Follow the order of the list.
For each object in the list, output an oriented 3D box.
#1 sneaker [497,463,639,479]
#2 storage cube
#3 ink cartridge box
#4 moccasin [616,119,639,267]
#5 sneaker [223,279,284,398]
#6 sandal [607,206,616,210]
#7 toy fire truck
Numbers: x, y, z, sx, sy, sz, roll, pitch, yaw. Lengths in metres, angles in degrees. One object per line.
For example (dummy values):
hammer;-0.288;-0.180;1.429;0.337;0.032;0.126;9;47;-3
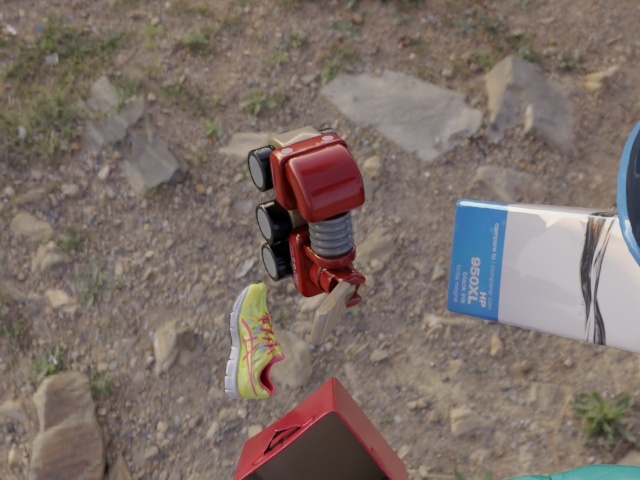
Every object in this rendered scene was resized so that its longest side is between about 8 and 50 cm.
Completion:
sneaker;0.079;0.220;0.381;0.178;0.124;0.295;-6;32;27
storage cube;0.005;0.336;1.224;0.183;0.193;0.215;-38;93;4
ink cartridge box;0.410;0.046;1.125;0.285;0.395;0.166;2;95;-41
moccasin;0.325;-0.091;0.636;0.138;0.117;0.342;48;52;-9
sneaker;-0.100;0.170;1.443;0.094;0.208;0.081;9;10;21
sandal;0.560;0.011;1.670;0.049;0.072;0.180;21;59;11
toy fire truck;0.000;0.000;1.072;0.158;0.217;0.246;-19;34;-21
